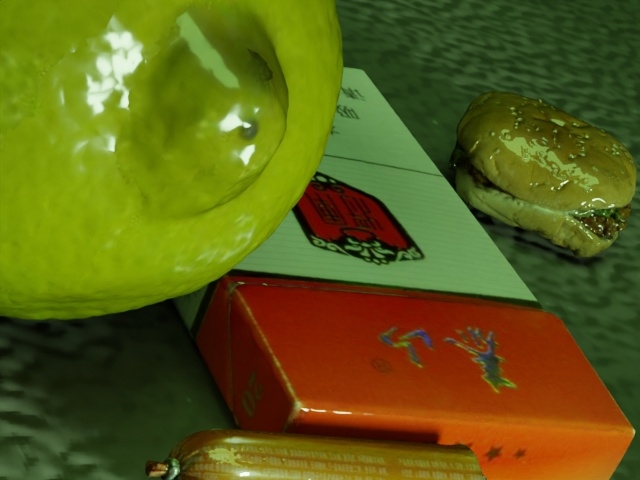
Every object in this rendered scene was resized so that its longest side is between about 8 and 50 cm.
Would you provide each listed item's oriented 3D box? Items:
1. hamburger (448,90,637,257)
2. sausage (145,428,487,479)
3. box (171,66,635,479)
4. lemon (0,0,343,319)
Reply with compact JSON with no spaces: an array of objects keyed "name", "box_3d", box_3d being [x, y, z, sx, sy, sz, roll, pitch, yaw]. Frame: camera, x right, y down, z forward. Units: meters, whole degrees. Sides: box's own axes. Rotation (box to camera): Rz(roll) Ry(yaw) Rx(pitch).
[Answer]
[{"name":"hamburger","box_3d":[0.096,-0.031,0.842,0.083,0.044,0.076,21,26,1]},{"name":"sausage","box_3d":[-0.003,0.073,0.585,0.107,0.031,0.031,7,31,-30]},{"name":"box","box_3d":[0.000,0.000,0.718,0.139,0.035,0.245,8,30,-29]},{"name":"lemon","box_3d":[-0.096,-0.072,0.613,0.184,0.184,0.248,-2,31,-41]}]
